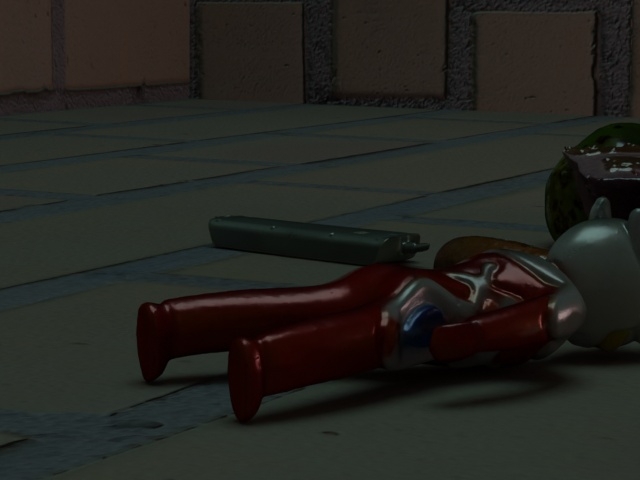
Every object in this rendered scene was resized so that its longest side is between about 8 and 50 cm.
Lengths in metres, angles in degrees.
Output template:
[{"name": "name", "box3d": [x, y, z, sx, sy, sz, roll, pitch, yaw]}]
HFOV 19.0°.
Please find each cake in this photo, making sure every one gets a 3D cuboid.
[{"name": "cake", "box3d": [0.366, -0.028, 1.685, 0.295, 0.113, 0.116, -3, 17, 2]}]

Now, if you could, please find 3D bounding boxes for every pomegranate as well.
[{"name": "pomegranate", "box3d": [0.302, -0.053, 1.850, 0.169, 0.122, 0.143, -5, -5, -18]}]

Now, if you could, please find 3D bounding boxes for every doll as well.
[{"name": "doll", "box3d": [0.082, 0.046, 1.239, 0.384, 0.099, 0.188, -11, 13, -27]}]

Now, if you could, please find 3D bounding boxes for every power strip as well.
[{"name": "power strip", "box3d": [0.000, 0.000, 1.786, 0.252, 0.027, 0.060, 7, 9, 39]}]

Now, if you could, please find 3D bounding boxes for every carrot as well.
[{"name": "carrot", "box3d": [0.188, 0.035, 1.447, 0.248, 0.059, 0.059, 10, 12, 39]}]
